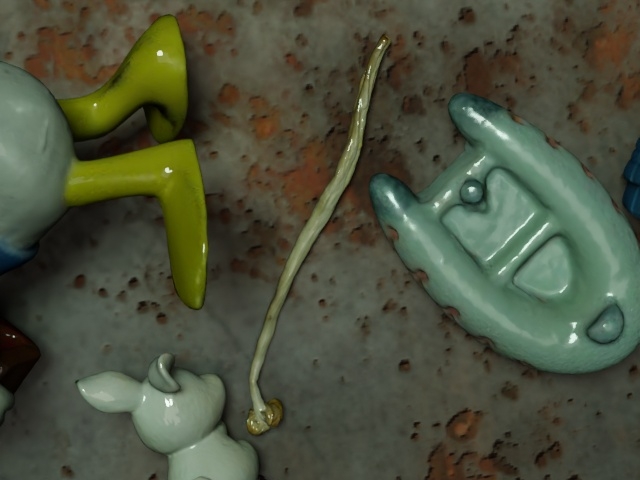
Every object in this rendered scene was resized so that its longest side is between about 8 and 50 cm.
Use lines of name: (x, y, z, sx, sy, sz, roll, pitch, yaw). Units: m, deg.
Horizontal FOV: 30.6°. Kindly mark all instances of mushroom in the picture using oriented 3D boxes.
mushroom: (-0.006, -0.002, 0.787, 0.028, 0.026, 0.286, 13, 98, -21)

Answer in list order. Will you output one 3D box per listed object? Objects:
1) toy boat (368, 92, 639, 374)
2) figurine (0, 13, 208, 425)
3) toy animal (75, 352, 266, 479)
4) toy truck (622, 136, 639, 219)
toy boat: (0.133, 0.005, 0.767, 0.134, 0.079, 0.208, -43, 98, 2)
figurine: (-0.252, 0.006, 0.688, 0.338, 0.204, 0.283, 0, 132, -20)
toy animal: (-0.094, 0.127, 0.781, 0.071, 0.085, 0.124, -23, 96, 19)
toy truck: (0.328, -0.156, 0.708, 0.162, 0.161, 0.385, 22, 100, 3)
